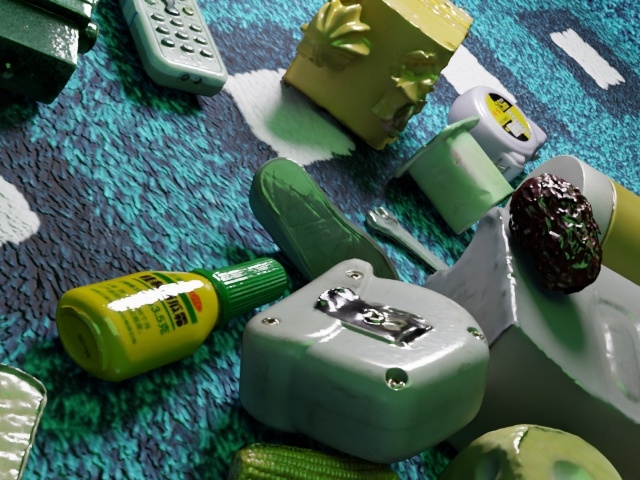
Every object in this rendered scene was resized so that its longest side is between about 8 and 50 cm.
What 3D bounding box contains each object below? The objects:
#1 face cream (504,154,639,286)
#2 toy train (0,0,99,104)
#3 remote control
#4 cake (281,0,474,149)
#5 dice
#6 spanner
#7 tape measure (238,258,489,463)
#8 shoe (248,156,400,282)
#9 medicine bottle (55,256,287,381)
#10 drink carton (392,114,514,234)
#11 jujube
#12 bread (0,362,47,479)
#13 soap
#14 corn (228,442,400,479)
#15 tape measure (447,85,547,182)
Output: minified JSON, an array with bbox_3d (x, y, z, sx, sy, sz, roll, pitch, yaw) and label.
[{"bbox_3d":[0.405,0.002,1.646,0.179,0.218,0.218,28,34,-19],"label":"face cream"},{"bbox_3d":[-0.423,-0.275,1.261,0.330,0.138,0.178,19,47,-32],"label":"toy train"},{"bbox_3d":[-0.241,-0.340,1.570,0.128,0.065,0.335,7,44,-36],"label":"remote control"},{"bbox_3d":[0.085,-0.298,1.701,0.227,0.222,0.286,35,33,-2],"label":"cake"},{"bbox_3d":[0.226,0.313,1.134,0.169,0.169,0.166,20,36,-27],"label":"dice"},{"bbox_3d":[0.189,0.049,1.563,0.302,0.017,0.071,39,32,0],"label":"spanner"},{"bbox_3d":[0.052,0.124,1.169,0.265,0.130,0.258,16,23,27],"label":"tape measure"},{"bbox_3d":[0.000,0.000,1.380,0.251,0.103,0.100,50,-12,-7],"label":"shoe"},{"bbox_3d":[-0.148,0.072,1.149,0.111,0.076,0.309,51,33,16],"label":"medicine bottle"},{"bbox_3d":[0.218,-0.095,1.672,0.142,0.144,0.146,54,35,5],"label":"drink carton"},{"bbox_3d":[0.296,-0.011,1.293,0.104,0.104,0.166,11,45,-37],"label":"jujube"},{"bbox_3d":[-0.304,0.191,0.858,0.172,0.064,0.232,50,35,16],"label":"bread"},{"bbox_3d":[0.348,0.199,1.362,0.435,0.213,0.350,29,35,-13],"label":"soap"},{"bbox_3d":[-0.003,0.250,1.080,0.203,0.072,0.072,17,39,-29],"label":"corn"},{"bbox_3d":[0.309,-0.192,1.908,0.178,0.105,0.196,51,35,5],"label":"tape measure"}]
